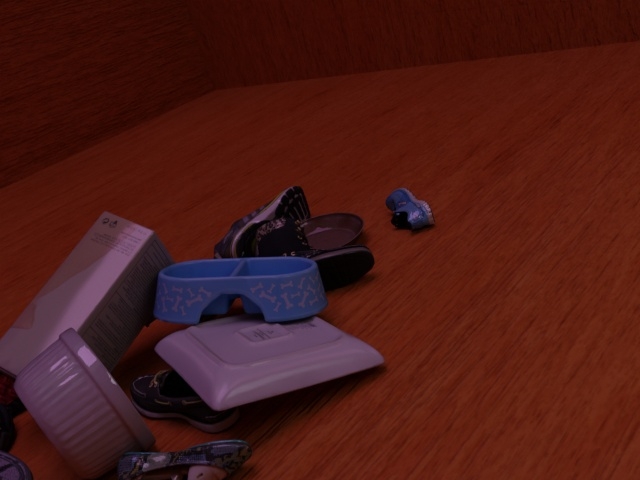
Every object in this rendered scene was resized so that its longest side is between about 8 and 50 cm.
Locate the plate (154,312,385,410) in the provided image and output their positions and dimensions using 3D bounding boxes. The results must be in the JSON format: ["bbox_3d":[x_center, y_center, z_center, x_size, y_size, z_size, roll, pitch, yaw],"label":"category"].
[{"bbox_3d":[-0.086,0.160,1.114,0.277,0.045,0.277,-9,14,-28],"label":"plate"}]

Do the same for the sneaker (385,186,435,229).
[{"bbox_3d":[0.174,-0.064,1.537,0.073,0.063,0.162,-26,24,-13],"label":"sneaker"}]

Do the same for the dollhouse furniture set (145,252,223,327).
[{"bbox_3d":[-0.241,0.133,1.383,0.182,0.101,0.161,-38,-4,-17],"label":"dollhouse furniture set"}]

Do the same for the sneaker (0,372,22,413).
[{"bbox_3d":[-0.543,0.249,1.300,0.261,0.104,0.125,-22,3,-17],"label":"sneaker"}]

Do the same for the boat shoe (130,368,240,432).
[{"bbox_3d":[-0.218,0.230,1.113,0.227,0.069,0.081,3,29,39],"label":"boat shoe"}]

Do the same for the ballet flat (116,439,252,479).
[{"bbox_3d":[-0.178,0.305,0.941,0.188,0.070,0.070,-12,23,15],"label":"ballet flat"}]

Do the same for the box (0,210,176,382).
[{"bbox_3d":[-0.385,0.122,1.212,0.121,0.148,0.311,20,61,24],"label":"box"}]

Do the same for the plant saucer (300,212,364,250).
[{"bbox_3d":[0.000,0.000,1.537,0.198,0.036,0.199,-13,24,6],"label":"plant saucer"}]

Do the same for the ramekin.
[{"bbox_3d":[-0.336,0.237,1.019,0.109,0.207,0.207,-37,29,-22],"label":"ramekin"}]

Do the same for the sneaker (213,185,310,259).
[{"bbox_3d":[-0.130,-0.037,1.632,0.121,0.111,0.300,-3,24,37],"label":"sneaker"}]

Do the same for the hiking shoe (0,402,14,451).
[{"bbox_3d":[-0.551,0.305,1.113,0.086,0.114,0.227,-13,23,7],"label":"hiking shoe"}]

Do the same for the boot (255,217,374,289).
[{"bbox_3d":[-0.022,0.016,1.398,0.236,0.085,0.179,-18,41,8],"label":"boot"}]

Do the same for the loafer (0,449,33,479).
[{"bbox_3d":[-0.520,0.304,0.981,0.302,0.095,0.109,20,55,11],"label":"loafer"}]

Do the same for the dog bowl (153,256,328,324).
[{"bbox_3d":[-0.137,0.079,1.218,0.297,0.074,0.166,-3,12,5],"label":"dog bowl"}]
